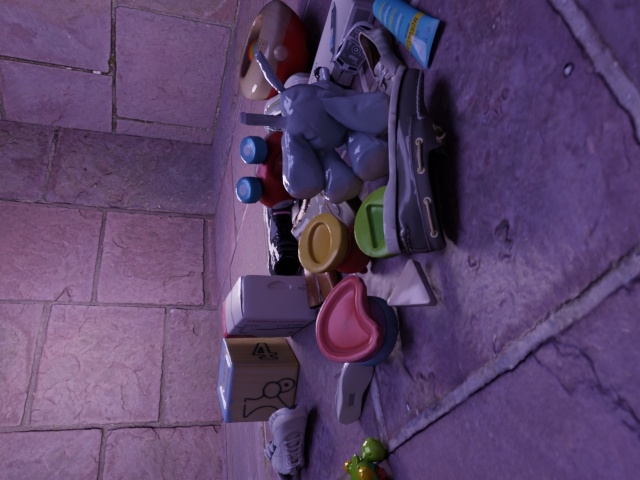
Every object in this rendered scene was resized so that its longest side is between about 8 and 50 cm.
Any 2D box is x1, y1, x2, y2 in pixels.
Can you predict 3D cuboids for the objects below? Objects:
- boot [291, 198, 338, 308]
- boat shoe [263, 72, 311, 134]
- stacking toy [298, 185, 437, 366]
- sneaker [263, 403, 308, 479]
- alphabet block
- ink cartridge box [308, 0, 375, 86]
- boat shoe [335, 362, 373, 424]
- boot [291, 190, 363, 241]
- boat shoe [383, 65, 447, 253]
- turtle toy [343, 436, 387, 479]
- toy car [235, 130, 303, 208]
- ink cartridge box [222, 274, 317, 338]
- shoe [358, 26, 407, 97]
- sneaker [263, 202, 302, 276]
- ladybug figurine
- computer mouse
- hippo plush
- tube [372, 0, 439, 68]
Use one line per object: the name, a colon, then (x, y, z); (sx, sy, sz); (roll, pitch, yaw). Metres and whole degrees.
boot: (0.000, 0.000, 1.299); (0.264, 0.096, 0.281); (-44, 49, 53)
boat shoe: (-0.091, -0.373, 1.614); (0.320, 0.118, 0.103); (-31, 55, 59)
stacking toy: (0.109, 0.065, 1.010); (0.279, 0.130, 0.309); (-33, 54, 35)
sneaker: (-0.077, 0.533, 1.423); (0.118, 0.110, 0.292); (-116, 26, -43)
alphabet block: (-0.189, 0.408, 1.616); (0.193, 0.197, 0.193); (-135, 52, -66)
ink cartridge box: (0.033, -0.492, 1.335); (0.296, 0.066, 0.261); (112, 154, -42)
boat shoe: (0.063, 0.286, 1.105); (0.063, 0.066, 0.184); (-119, 28, -57)
boot: (-0.013, -0.084, 1.204); (0.165, 0.077, 0.213); (-48, 68, 31)
boat shoe: (0.154, -0.129, 0.859); (0.109, 0.091, 0.305); (27, -115, -69)
turtle toy: (0.087, 0.425, 0.984); (0.095, 0.066, 0.130); (149, 124, -68)
toy car: (-0.063, -0.169, 1.435); (0.238, 0.219, 0.210); (22, 110, 41)
ink cartridge box: (-0.149, 0.191, 1.520); (0.283, 0.207, 0.117); (133, 136, -63)
shoe: (0.119, -0.335, 1.053); (0.077, 0.058, 0.219); (116, 152, -49)
sneaker: (-0.102, -0.015, 1.601); (0.147, 0.104, 0.296); (-154, 63, -68)
ladybug figurine: (-0.140, -0.573, 1.686); (0.449, 0.161, 0.305); (-120, 48, -64)
computer mouse: (0.067, -0.405, 1.205); (0.193, 0.106, 0.042); (-48, 21, 44)
hippo plush: (0.001, -0.212, 1.071); (0.236, 0.294, 0.234); (-83, 10, -71)
tube: (0.157, -0.389, 0.982); (0.207, 0.052, 0.080); (-117, 25, -46)
